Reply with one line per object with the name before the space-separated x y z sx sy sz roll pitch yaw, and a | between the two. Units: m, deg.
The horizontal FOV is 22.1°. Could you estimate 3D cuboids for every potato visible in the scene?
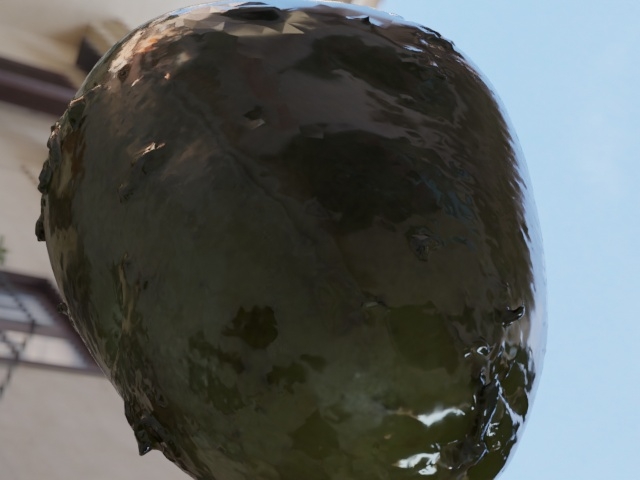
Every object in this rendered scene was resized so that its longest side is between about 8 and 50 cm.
potato | -0.018 0.003 0.843 0.359 0.269 0.219 -98 -171 -62
